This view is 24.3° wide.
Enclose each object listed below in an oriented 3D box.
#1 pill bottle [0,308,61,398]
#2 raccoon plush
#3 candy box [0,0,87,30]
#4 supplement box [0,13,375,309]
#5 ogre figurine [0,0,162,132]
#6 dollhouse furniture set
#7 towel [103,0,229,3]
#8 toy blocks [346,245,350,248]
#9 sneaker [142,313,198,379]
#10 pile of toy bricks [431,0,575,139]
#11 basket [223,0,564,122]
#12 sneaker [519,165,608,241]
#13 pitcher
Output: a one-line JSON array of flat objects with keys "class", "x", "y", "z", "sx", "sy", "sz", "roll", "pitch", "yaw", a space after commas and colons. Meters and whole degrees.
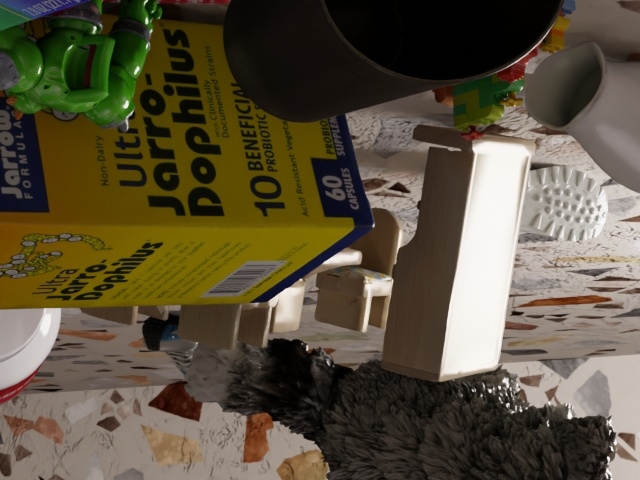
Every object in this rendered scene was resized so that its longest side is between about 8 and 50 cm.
[{"class": "pill bottle", "x": -0.494, "y": 0.115, "z": 2.128, "sx": 0.229, "sy": 0.229, "sz": 0.407, "roll": 3, "pitch": 167, "yaw": -15}, {"class": "raccoon plush", "x": 0.091, "y": 0.228, "z": 1.553, "sx": 0.446, "sy": 0.216, "sz": 0.299, "roll": 7, "pitch": 178, "yaw": -16}, {"class": "candy box", "x": -0.321, "y": -0.215, "z": 0.829, "sx": 0.268, "sy": 0.122, "sz": 0.317, "roll": -10, "pitch": 156, "yaw": 38}, {"class": "supplement box", "x": -0.164, "y": -0.063, "z": 1.273, "sx": 0.356, "sy": 0.194, "sz": 0.195, "roll": 0, "pitch": 158, "yaw": -35}, {"class": "ogre figurine", "x": -0.189, "y": -0.149, "z": 1.068, "sx": 0.097, "sy": 0.118, "sz": 0.197, "roll": -7, "pitch": 164, "yaw": 15}, {"class": "dollhouse furniture set", "x": 0.005, "y": -0.017, "z": 1.641, "sx": 0.394, "sy": 0.256, "sz": 0.362, "roll": 12, "pitch": -174, "yaw": 29}, {"class": "towel", "x": -0.190, "y": -0.224, "z": 1.076, "sx": 0.275, "sy": 0.031, "sz": 0.199, "roll": 0, "pitch": 166, "yaw": -10}, {"class": "toy blocks", "x": 0.000, "y": 0.000, "z": 2.042, "sx": 0.148, "sy": 0.054, "sz": 0.123, "roll": 4, "pitch": 166, "yaw": -22}, {"class": "sneaker", "x": -0.146, "y": 0.125, "z": 1.700, "sx": 0.071, "sy": 0.083, "sz": 0.190, "roll": 13, "pitch": -174, "yaw": 23}, {"class": "pile of toy bricks", "x": 0.135, "y": -0.141, "z": 1.294, "sx": 0.118, "sy": 0.105, "sz": 0.212, "roll": 9, "pitch": 164, "yaw": -38}, {"class": "basket", "x": 0.031, "y": -0.167, "z": 1.075, "sx": 0.204, "sy": 0.154, "sz": 0.227, "roll": -22, "pitch": -177, "yaw": -29}, {"class": "sneaker", "x": 0.241, "y": -0.050, "z": 1.806, "sx": 0.235, "sy": 0.090, "sz": 0.095, "roll": 8, "pitch": 179, "yaw": -25}, {"class": "pitcher", "x": 0.283, "y": -0.118, "z": 1.422, "sx": 0.207, "sy": 0.125, "sz": 0.178, "roll": 19, "pitch": 180, "yaw": -30}]
